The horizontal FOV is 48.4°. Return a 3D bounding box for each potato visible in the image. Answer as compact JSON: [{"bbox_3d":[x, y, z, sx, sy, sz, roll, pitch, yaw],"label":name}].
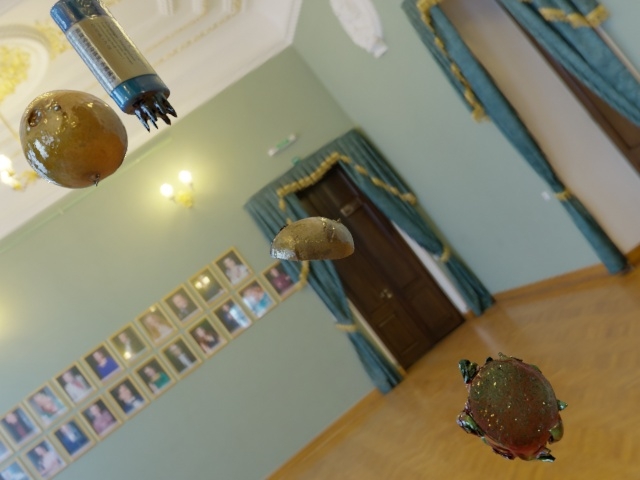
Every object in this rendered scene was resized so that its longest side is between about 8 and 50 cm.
[{"bbox_3d":[0.001,-0.001,0.688,0.093,0.037,0.036,-6,20,-32],"label":"potato"}]

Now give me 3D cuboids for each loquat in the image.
[{"bbox_3d":[-0.337,-0.139,0.974,0.141,0.141,0.141,-38,-3,-2],"label":"loquat"}]

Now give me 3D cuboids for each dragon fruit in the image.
[{"bbox_3d":[0.247,0.234,0.930,0.138,0.142,0.175,-22,-42,-4],"label":"dragon fruit"}]

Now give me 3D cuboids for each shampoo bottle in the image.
[{"bbox_3d":[-0.244,-0.212,0.864,0.050,0.183,0.087,-38,-2,26],"label":"shampoo bottle"}]
